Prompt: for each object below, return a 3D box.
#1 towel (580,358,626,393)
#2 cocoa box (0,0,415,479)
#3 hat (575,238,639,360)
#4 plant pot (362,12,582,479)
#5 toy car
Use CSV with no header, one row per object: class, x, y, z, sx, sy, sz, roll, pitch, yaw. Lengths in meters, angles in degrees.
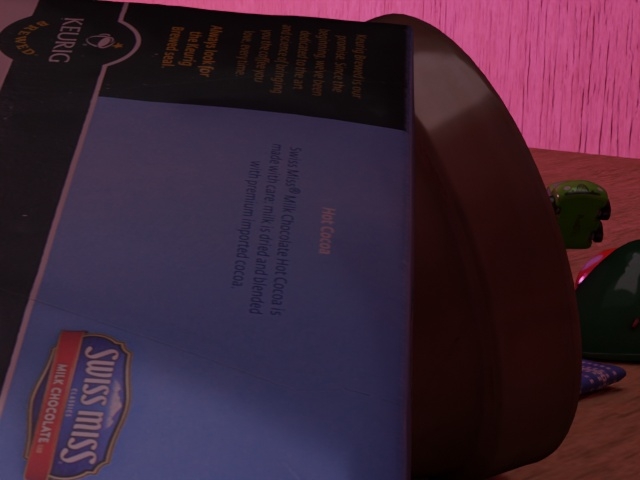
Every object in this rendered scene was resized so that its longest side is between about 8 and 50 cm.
towel,0.060,0.106,1.576,0.243,0.040,0.336,12,13,44
cocoa box,-0.081,0.079,0.738,0.228,0.231,0.347,4,33,1
hat,0.302,0.008,1.793,0.208,0.183,0.173,-5,11,-40
plant pot,-0.029,0.043,1.251,0.280,0.323,0.323,-20,17,-20
toy car,0.240,-0.001,1.863,0.239,0.053,0.225,1,-32,-4
